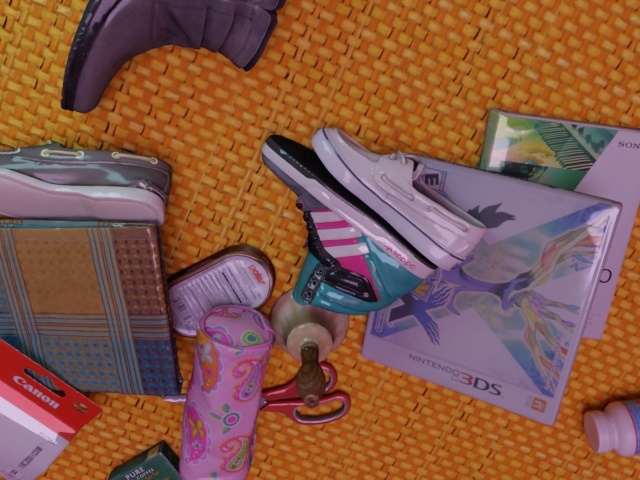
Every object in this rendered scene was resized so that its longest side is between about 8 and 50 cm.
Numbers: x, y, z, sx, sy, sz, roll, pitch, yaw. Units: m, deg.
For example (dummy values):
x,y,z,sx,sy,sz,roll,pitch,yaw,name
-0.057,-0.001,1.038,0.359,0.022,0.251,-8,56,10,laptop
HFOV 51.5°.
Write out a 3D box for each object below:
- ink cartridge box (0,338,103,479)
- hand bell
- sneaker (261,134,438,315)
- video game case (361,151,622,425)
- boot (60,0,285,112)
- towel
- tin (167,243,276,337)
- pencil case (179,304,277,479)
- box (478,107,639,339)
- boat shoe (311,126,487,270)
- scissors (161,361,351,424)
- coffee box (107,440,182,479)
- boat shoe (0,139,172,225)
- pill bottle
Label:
x,y,z,sx,sy,sz,roll,pitch,yaw,name
-0.471,0.271,1.005,0.189,0.066,0.232,41,127,-16,ink cartridge box
-0.013,0.165,0.929,0.126,0.242,0.126,-1,108,-2,hand bell
0.000,0.000,0.947,0.296,0.124,0.178,41,110,2,sneaker
0.226,0.067,0.946,0.300,0.036,0.328,17,108,22,video game case
-0.183,-0.267,0.854,0.223,0.118,0.338,21,125,-27,boot
-0.389,0.098,0.961,0.371,0.040,0.271,0,109,12,towel
-0.158,0.080,1.007,0.190,0.040,0.106,-27,111,7,tin
-0.141,0.239,0.994,0.124,0.124,0.283,9,114,-5,pencil case
0.335,-0.019,0.978,0.233,0.058,0.321,6,106,-3,box
0.106,-0.076,0.898,0.267,0.096,0.088,44,113,11,boat shoe
-0.101,0.269,1.075,0.297,0.021,0.108,-13,107,2,scissors
-0.256,0.434,1.113,0.113,0.040,0.184,-32,106,8,coffee box
-0.359,-0.084,0.920,0.305,0.091,0.109,7,149,1,boat shoe
0.516,0.299,1.068,0.160,0.087,0.087,-7,108,0,pill bottle
